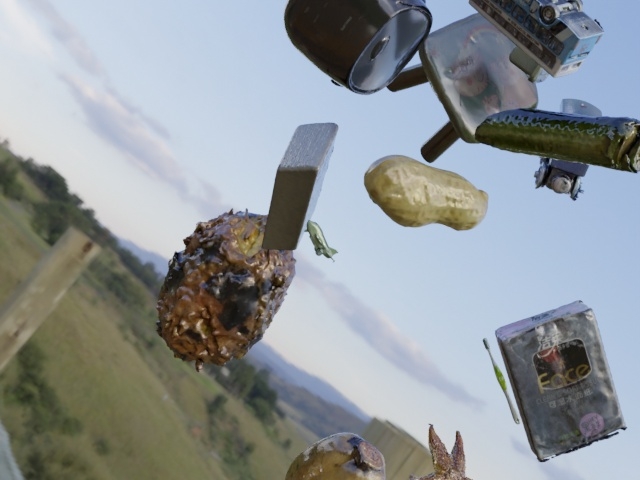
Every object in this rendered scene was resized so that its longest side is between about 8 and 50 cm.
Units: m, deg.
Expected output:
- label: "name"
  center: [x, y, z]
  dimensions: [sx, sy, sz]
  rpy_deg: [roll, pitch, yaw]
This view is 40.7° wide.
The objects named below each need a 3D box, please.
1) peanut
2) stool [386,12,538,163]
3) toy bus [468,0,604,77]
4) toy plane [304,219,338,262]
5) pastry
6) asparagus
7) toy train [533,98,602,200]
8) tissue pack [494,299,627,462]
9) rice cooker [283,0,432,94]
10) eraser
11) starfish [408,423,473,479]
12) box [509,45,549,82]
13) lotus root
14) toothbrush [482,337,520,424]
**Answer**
- label: "peanut"
  center: [0.228, -0.094, 1.883]
  dimensions: [0.318, 0.148, 0.147]
  rpy_deg: [14, 3, -30]
- label: "stool"
  center: [0.368, -0.401, 2.267]
  dimensions: [0.226, 0.310, 0.310]
  rpy_deg: [-22, -85, 59]
- label: "toy bus"
  center: [0.452, -0.486, 1.837]
  dimensions: [0.297, 0.106, 0.131]
  rpy_deg: [50, -39, 26]
- label: "toy plane"
  center: [-0.002, 0.002, 1.491]
  dimensions: [0.083, 0.033, 0.080]
  rpy_deg: [55, 5, -13]
- label: "pastry"
  center: [-0.235, 0.124, 2.031]
  dimensions: [0.292, 0.337, 0.405]
  rpy_deg: [31, -52, -14]
- label: "asparagus"
  center: [0.529, -0.229, 1.885]
  dimensions: [0.382, 0.128, 0.108]
  rpy_deg: [15, -36, 38]
- label: "toy train"
  center: [0.630, -0.235, 2.192]
  dimensions: [0.131, 0.202, 0.300]
  rpy_deg: [18, 28, 7]
- label: "tissue pack"
  center: [0.622, 0.362, 2.248]
  dimensions: [0.122, 0.259, 0.361]
  rpy_deg: [-121, -167, -77]
- label: "rice cooker"
  center: [0.069, -0.429, 1.674]
  dimensions: [0.224, 0.267, 0.267]
  rpy_deg: [45, -8, 19]
- label: "eraser"
  center: [-0.044, -0.093, 1.599]
  dimensions: [0.077, 0.111, 0.352]
  rpy_deg: [24, -29, 3]
- label: "starfish"
  center: [0.284, 0.511, 1.858]
  dimensions: [0.240, 0.227, 0.043]
  rpy_deg: [25, -38, -31]
- label: "box"
  center: [0.535, -0.474, 2.083]
  dimensions: [0.093, 0.172, 0.124]
  rpy_deg: [39, 25, 17]
- label: "lotus root"
  center: [0.012, 0.365, 1.282]
  dimensions: [0.118, 0.221, 0.125]
  rpy_deg: [18, 44, -31]
- label: "toothbrush"
  center: [0.525, 0.407, 2.503]
  dimensions: [0.026, 0.022, 0.263]
  rpy_deg: [54, 15, -83]
